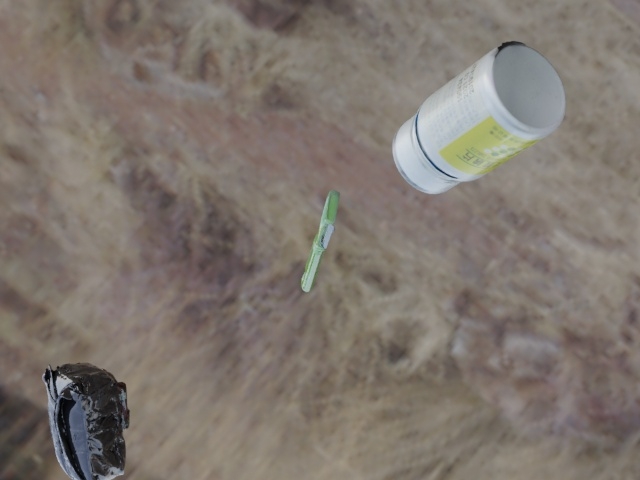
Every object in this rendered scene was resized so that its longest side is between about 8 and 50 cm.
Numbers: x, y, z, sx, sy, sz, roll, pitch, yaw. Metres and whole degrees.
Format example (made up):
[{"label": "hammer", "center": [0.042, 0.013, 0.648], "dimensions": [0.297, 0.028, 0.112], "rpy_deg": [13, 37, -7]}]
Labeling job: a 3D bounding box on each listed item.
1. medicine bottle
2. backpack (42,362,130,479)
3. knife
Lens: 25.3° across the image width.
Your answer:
[{"label": "medicine bottle", "center": [0.221, -0.168, 2.047], "dimensions": [0.143, 0.143, 0.258], "rpy_deg": [44, 145, -11]}, {"label": "backpack", "center": [-0.309, 0.247, 1.929], "dimensions": [0.120, 0.105, 0.165], "rpy_deg": [26, 129, 58]}, {"label": "knife", "center": [-0.001, 0.000, 1.427], "dimensions": [0.015, 0.054, 0.212], "rpy_deg": [9, 156, -3]}]
